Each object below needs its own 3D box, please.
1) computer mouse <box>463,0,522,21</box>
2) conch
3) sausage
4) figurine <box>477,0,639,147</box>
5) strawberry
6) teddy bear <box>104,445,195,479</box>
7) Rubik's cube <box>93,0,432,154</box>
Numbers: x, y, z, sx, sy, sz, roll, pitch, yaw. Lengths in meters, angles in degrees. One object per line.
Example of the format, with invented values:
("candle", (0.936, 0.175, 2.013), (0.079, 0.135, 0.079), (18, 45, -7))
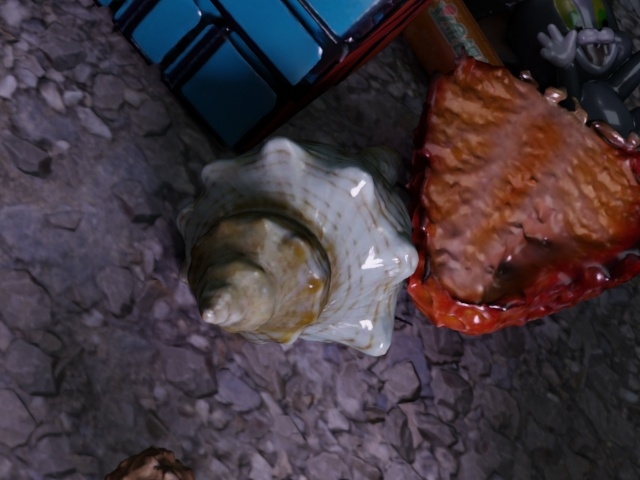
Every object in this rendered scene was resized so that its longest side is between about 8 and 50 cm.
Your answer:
("computer mouse", (0.172, -0.265, 1.925), (0.079, 0.135, 0.047), (-90, 159, -52))
("conch", (0.010, -0.001, 1.563), (0.386, 0.169, 0.203), (-27, 105, -47))
("sausage", (0.124, -0.202, 1.880), (0.071, 0.071, 0.234), (-22, 76, -48))
("figurine", (0.285, -0.160, 1.946), (0.193, 0.140, 0.265), (-17, 84, -23))
("strawberry", (0.184, -0.008, 1.740), (0.253, 0.150, 0.280), (17, 55, -14))
("teddy bear", (-0.058, 0.298, 1.230), (0.246, 0.222, 0.296), (-42, 105, -22))
("Rubik's cube", (-0.021, -0.294, 1.664), (0.288, 0.283, 0.293), (49, 39, -3))
